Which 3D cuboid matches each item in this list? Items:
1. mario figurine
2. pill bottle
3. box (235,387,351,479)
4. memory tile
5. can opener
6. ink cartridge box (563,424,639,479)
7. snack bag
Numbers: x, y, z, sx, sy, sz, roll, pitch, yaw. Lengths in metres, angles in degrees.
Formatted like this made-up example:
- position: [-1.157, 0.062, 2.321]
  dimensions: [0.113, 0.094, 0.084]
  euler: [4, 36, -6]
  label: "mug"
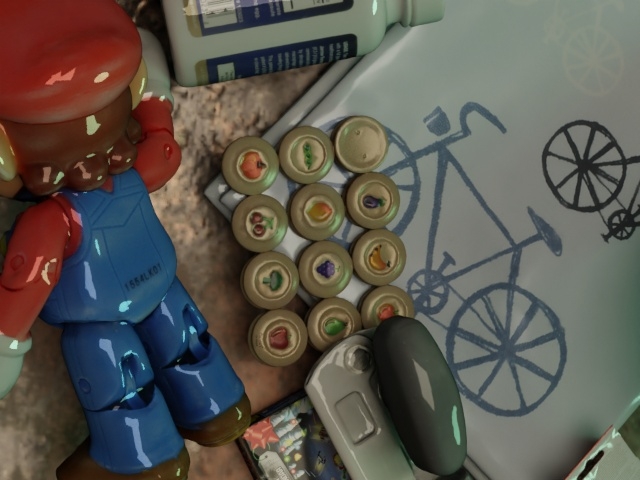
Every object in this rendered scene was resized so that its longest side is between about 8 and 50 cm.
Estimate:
- position: [-0.156, -0.013, 1.000]
  dimensions: [0.170, 0.198, 0.320]
  euler: [-15, 108, 5]
  label: "mario figurine"
- position: [-0.013, -0.154, 1.043]
  dimensions: [0.169, 0.094, 0.094]
  euler: [-11, 94, -5]
  label: "pill bottle"
- position: [0.012, 0.161, 1.107]
  dimensions: [0.094, 0.027, 0.137]
  euler: [-28, 99, -15]
  label: "box"
- position: [0.000, 0.000, 1.070]
  dimensions: [0.113, 0.012, 0.148]
  euler: [-11, 95, -17]
  label: "memory tile"
- position: [0.077, 0.180, 1.073]
  dimensions: [0.074, 0.093, 0.280]
  euler: [-30, 105, -19]
  label: "can opener"
- position: [0.191, 0.172, 1.140]
  dimensions: [0.063, 0.029, 0.115]
  euler: [-47, 128, -11]
  label: "ink cartridge box"
- position: [0.144, -0.039, 1.141]
  dimensions: [0.323, 0.037, 0.342]
  euler: [46, 79, -14]
  label: "snack bag"
